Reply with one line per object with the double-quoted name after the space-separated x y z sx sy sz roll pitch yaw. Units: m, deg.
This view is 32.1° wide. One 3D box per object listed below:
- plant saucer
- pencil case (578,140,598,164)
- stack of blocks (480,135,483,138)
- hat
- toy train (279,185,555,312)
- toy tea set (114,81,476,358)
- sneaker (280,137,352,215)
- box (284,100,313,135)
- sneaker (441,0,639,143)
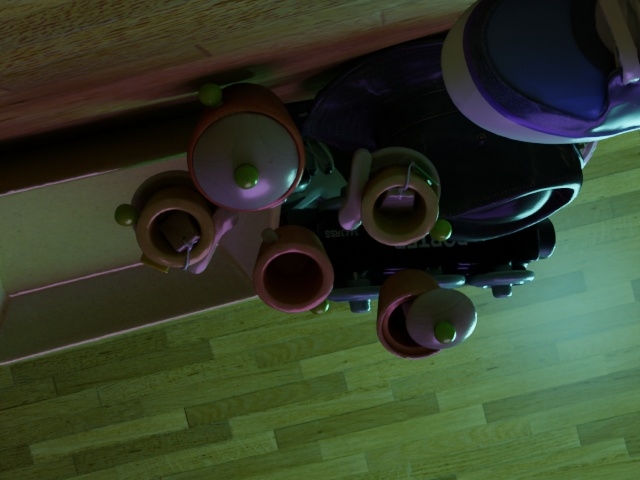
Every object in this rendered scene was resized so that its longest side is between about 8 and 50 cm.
-0.210 -0.011 1.122 0.333 0.081 0.333 -15 152 -15 "plant saucer"
0.361 -0.170 1.827 0.167 0.160 0.386 -7 -178 9 "pencil case"
0.265 -0.176 1.292 0.171 0.087 0.297 -14 180 24 "stack of blocks"
0.149 -0.072 1.076 0.331 0.134 0.331 -3 164 -1 "hat"
0.098 0.007 1.285 0.334 0.142 0.190 -4 176 -21 "toy train"
0.000 0.000 0.958 0.336 0.200 0.124 21 -155 -15 "toy tea set"
-0.059 -0.073 1.343 0.330 0.122 0.146 -29 145 -13 "sneaker"
-0.029 -0.133 1.256 0.162 0.029 0.116 -16 -178 -37 "box"
0.257 -0.161 0.675 0.323 0.130 0.236 -9 169 -19 "sneaker"
